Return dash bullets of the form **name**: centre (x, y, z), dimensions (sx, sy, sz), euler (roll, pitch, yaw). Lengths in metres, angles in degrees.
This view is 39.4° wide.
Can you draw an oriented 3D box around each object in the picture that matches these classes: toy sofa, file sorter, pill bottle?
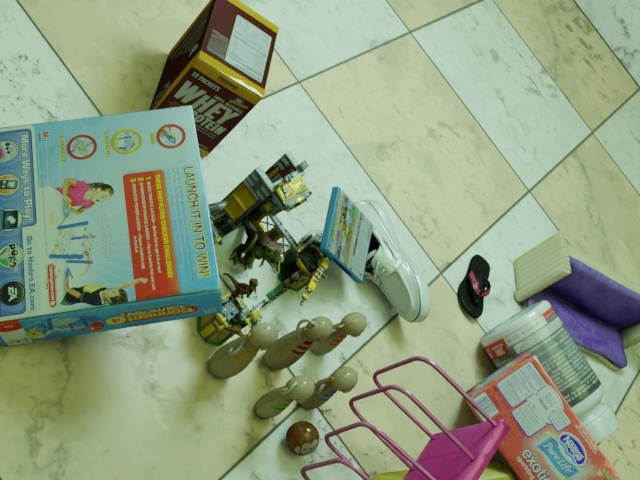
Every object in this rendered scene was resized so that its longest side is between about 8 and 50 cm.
- **toy sofa**: centre (0.616, 0.145, 2.026), dimensions (0.362, 0.150, 0.177), euler (26, 47, -26)
- **file sorter**: centre (0.098, 0.340, 1.340), dimensions (0.182, 0.202, 0.291), euler (44, 60, -5)
- **pill bottle**: centre (0.460, 0.277, 1.788), dimensions (0.161, 0.161, 0.283), euler (-24, 80, -47)

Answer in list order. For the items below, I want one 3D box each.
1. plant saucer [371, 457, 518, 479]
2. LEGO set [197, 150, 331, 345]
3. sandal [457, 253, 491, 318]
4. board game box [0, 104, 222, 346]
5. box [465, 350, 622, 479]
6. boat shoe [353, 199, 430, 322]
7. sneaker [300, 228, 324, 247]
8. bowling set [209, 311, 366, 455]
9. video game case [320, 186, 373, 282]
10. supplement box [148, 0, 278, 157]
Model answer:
- **plant saucer**: centre (0.269, 0.531, 1.506), dimensions (0.332, 0.081, 0.333), euler (4, 59, -40)
- **LEGO set**: centre (-0.099, 0.001, 1.458), dimensions (0.331, 0.192, 0.255), euler (-21, 78, -47)
- **sandal**: centre (0.334, 0.089, 1.895), dimensions (0.067, 0.040, 0.179), euler (39, 44, -15)
- **board game box**: centre (-0.308, -0.027, 1.261), dimensions (0.301, 0.086, 0.308), euler (-8, 64, -8)
- **box**: centre (0.411, 0.368, 1.639), dimensions (0.300, 0.154, 0.142), euler (55, 5, 7)
- **boat shoe**: centre (0.116, 0.039, 1.698), dimensions (0.088, 0.096, 0.268), euler (-7, 67, -40)
- **sneaker**: centre (0.000, 0.000, 1.666), dimensions (0.083, 0.032, 0.037), euler (-10, 69, -44)
- **bowling set**: centre (-0.012, 0.222, 1.412), dimensions (0.287, 0.154, 0.200), euler (-10, 69, -44)
- **video game case**: centre (0.049, -0.007, 1.593), dimensions (0.166, 0.015, 0.119), euler (44, 54, -56)
- **supplement box**: centre (-0.190, -0.293, 1.579), dimensions (0.129, 0.191, 0.194), euler (29, 46, -23)
